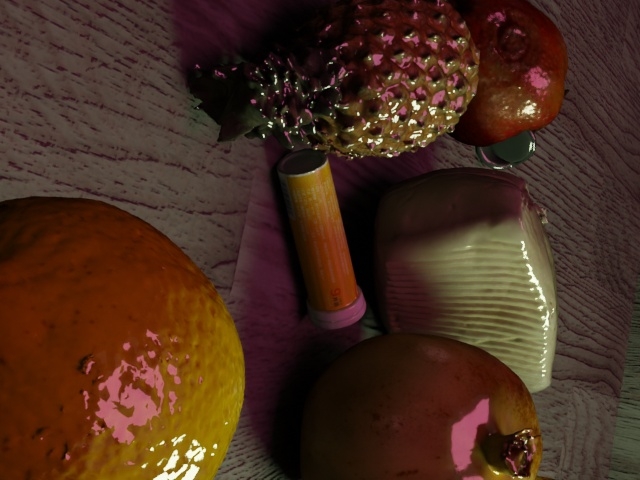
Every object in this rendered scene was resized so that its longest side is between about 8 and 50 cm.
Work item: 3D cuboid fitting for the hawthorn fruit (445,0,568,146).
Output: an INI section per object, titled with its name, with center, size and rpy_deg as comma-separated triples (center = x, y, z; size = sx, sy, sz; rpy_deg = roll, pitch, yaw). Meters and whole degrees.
[hawthorn fruit]
center = 0.229, -0.260, 1.633
size = 0.261, 0.224, 0.224
rpy_deg = 53, 49, -37

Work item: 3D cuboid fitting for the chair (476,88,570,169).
[chair]
center = 0.345, -0.203, 1.979
size = 0.221, 0.095, 0.104
rpy_deg = -49, 126, -46

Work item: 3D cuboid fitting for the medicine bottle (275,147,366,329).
[medicine bottle]
center = 0.000, 0.000, 1.400
size = 0.074, 0.074, 0.218
rpy_deg = -51, 137, -46

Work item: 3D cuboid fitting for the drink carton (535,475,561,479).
[drink carton]
center = 0.256, 0.411, 1.675
size = 0.111, 0.351, 0.154
rpy_deg = 53, 51, -54

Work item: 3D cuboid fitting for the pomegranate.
[pomegranate]
center = 0.131, 0.254, 1.439
size = 0.319, 0.319, 0.319
rpy_deg = -23, 116, -59

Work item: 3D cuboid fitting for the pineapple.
[pineapple]
center = 0.014, -0.182, 1.288
size = 0.362, 0.202, 0.202
rpy_deg = -12, 107, -47

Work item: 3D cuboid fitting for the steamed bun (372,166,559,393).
[steamed bun]
center = 0.201, 0.038, 1.620
size = 0.236, 0.247, 0.383
rpy_deg = -85, 161, -44

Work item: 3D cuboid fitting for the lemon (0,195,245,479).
[lemon]
center = -0.192, 0.103, 0.854
size = 0.293, 0.293, 0.293
rpy_deg = -23, 116, -59
